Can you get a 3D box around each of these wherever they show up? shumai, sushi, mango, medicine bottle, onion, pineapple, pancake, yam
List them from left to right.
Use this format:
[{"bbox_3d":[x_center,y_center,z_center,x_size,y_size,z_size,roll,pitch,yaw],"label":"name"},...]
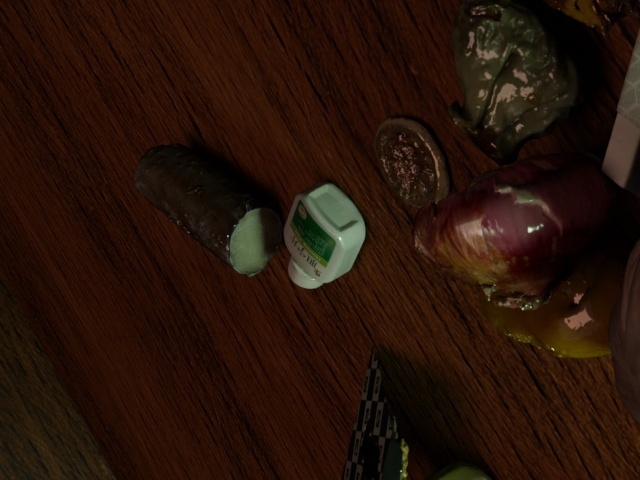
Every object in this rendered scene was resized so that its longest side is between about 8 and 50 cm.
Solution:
[{"bbox_3d":[-0.183,-0.060,2.339,0.280,0.131,0.131,37,143,38],"label":"yam"},{"bbox_3d":[0.000,0.000,2.156,0.119,0.069,0.183,48,150,17],"label":"medicine bottle"},{"bbox_3d":[0.090,0.331,2.154,0.290,0.050,0.264,-102,23,-69],"label":"sushi"},{"bbox_3d":[0.124,-0.104,1.915,0.139,0.022,0.139,37,143,34],"label":"pancake"},{"bbox_3d":[0.190,-0.177,1.590,0.184,0.142,0.184,47,173,8],"label":"shumai"},{"bbox_3d":[0.221,-0.006,1.559,0.230,0.230,0.163,-37,70,61],"label":"onion"},{"bbox_3d":[0.244,-0.313,1.487,0.233,0.079,0.135,33,139,42],"label":"pineapple"},{"bbox_3d":[0.289,0.067,1.673,0.249,0.156,0.151,0,136,48],"label":"mango"}]

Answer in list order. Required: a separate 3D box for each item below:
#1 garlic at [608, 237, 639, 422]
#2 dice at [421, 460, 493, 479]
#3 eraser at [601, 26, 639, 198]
[{"bbox_3d":[0.418,0.115,1.407,0.317,0.259,0.317,32,138,34],"label":"garlic"},{"bbox_3d":[0.187,0.445,2.147,0.166,0.169,0.169,57,151,6],"label":"dice"},{"bbox_3d":[0.372,-0.208,1.358,0.096,0.098,0.404,43,146,31],"label":"eraser"}]
